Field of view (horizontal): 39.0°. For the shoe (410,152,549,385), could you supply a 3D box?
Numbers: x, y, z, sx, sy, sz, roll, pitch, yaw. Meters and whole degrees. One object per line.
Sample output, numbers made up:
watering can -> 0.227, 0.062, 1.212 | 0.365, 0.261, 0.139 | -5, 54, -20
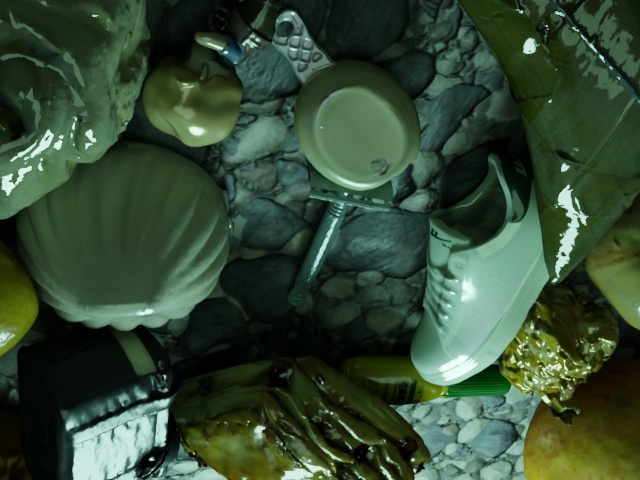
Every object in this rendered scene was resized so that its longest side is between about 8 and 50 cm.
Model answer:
shoe -> 0.190, 0.040, 1.174 | 0.160, 0.131, 0.363 | 20, 119, -24

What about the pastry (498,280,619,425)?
pastry -> 0.328, 0.157, 1.253 | 0.102, 0.154, 0.250 | -39, 157, -20

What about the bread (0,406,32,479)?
bread -> -0.456, 0.393, 1.244 | 0.312, 0.312, 0.172 | 31, 129, -29

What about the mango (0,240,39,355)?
mango -> -0.527, 0.016, 0.975 | 0.445, 0.220, 0.301 | 17, 117, -23

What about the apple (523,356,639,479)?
apple -> 0.447, 0.331, 1.362 | 0.299, 0.298, 0.275 | 26, 149, -27

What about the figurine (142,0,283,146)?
figurine -> -0.110, -0.191, 0.949 | 0.108, 0.114, 0.196 | 23, 114, -25

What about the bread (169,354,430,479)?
bread -> -0.035, 0.301, 1.282 | 0.278, 0.167, 0.324 | -21, 133, 37

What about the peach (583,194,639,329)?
peach -> 0.439, 0.018, 1.151 | 0.233, 0.232, 0.232 | -5, 130, -6

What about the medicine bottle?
medicine bottle -> 0.155, 0.207, 1.345 | 0.261, 0.064, 0.095 | 1, 134, -11

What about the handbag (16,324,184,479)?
handbag -> -0.293, 0.224, 1.198 | 0.181, 0.181, 0.254 | -18, 132, -35

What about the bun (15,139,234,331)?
bun -> -0.232, 0.027, 1.064 | 0.263, 0.175, 0.263 | -3, 130, -4

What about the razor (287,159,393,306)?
razor -> 0.000, 0.000, 1.161 | 0.106, 0.068, 0.232 | 11, 133, -16

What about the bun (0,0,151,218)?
bun -> -0.323, -0.175, 0.838 | 0.360, 0.211, 0.359 | -7, 123, -11

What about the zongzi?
zongzi -> 0.235, -0.160, 0.962 | 0.356, 0.174, 0.392 | 22, 112, -22

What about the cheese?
cheese -> 0.018, -0.161, 1.016 | 0.137, 0.064, 0.227 | -35, 113, 9
